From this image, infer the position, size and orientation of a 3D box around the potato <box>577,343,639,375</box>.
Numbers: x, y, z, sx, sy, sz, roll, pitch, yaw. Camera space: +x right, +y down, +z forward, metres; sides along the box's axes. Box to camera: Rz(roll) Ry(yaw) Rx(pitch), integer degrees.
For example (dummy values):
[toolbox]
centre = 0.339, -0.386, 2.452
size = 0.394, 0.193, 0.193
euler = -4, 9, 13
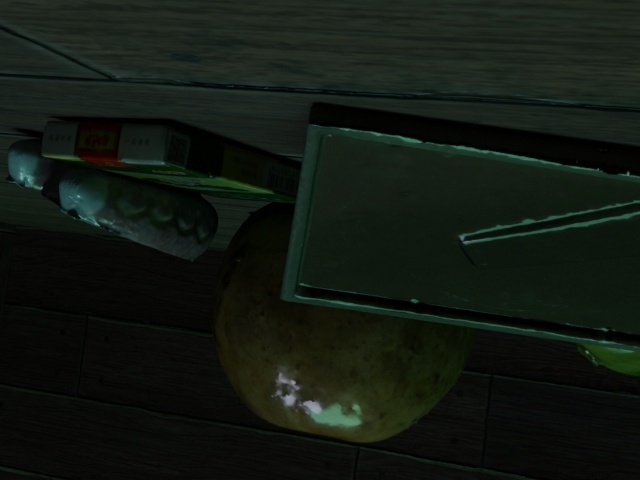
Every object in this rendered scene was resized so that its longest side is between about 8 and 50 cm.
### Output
[potato]
centre = 0.320, 0.048, 0.944
size = 0.253, 0.149, 0.186
euler = 12, 157, -40

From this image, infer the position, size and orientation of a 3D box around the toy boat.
[toy boat]
centre = -0.184, -0.050, 1.001
size = 0.155, 0.085, 0.227
euler = 23, 179, 35

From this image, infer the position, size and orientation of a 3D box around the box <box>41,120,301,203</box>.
[box]
centre = -0.107, -0.063, 0.896
size = 0.132, 0.034, 0.235
euler = 7, 177, 31

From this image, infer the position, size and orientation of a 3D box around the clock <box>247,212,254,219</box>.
[clock]
centre = 0.000, 0.000, 1.607
size = 0.237, 0.057, 0.237
euler = 6, 177, 0

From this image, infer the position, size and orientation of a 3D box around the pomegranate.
[pomegranate]
centre = 0.028, 0.072, 1.058
size = 0.281, 0.281, 0.281
euler = 7, 177, 0

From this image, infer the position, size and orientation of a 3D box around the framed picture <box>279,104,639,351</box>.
[framed picture]
centre = 0.145, 0.006, 0.740
size = 0.335, 0.022, 0.247
euler = 8, 150, -2
